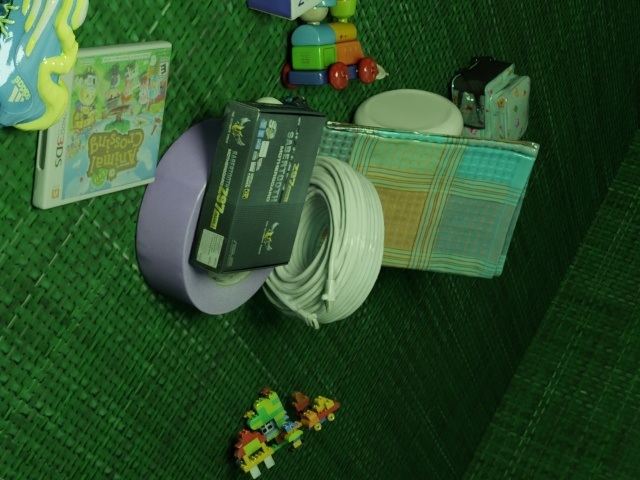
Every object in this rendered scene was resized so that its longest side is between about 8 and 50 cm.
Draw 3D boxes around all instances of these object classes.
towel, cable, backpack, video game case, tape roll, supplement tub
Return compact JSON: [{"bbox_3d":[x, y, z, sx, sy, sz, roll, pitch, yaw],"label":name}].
[{"bbox_3d":[0.159,-0.062,2.005,0.040,0.370,0.271,-100,-161,-56],"label":"towel"},{"bbox_3d":[0.000,0.000,1.850,0.089,0.257,0.257,16,91,-33],"label":"cable"},{"bbox_3d":[0.341,-0.256,2.414,0.166,0.144,0.188,-44,147,-49],"label":"backpack"},{"bbox_3d":[-0.271,-0.149,1.503,0.212,0.023,0.193,-21,126,-55],"label":"video game case"},{"bbox_3d":[-0.145,-0.035,1.739,0.275,0.090,0.275,-41,142,-44],"label":"tape roll"},{"bbox_3d":[0.150,-0.111,2.110,0.191,0.191,0.272,-41,142,-43],"label":"supplement tub"}]

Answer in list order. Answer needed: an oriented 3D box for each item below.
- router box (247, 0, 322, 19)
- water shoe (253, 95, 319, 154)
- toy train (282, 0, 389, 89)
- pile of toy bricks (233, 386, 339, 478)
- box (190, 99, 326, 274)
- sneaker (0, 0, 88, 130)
[{"bbox_3d":[0.008,-0.523,1.688,0.301,0.082,0.335,-42,142,-42],"label":"router box"},{"bbox_3d":[-0.056,-0.190,1.836,0.203,0.073,0.080,46,47,-65],"label":"water shoe"},{"bbox_3d":[0.039,-0.319,1.881,0.248,0.105,0.143,-22,114,-55],"label":"toy train"},{"bbox_3d":[-0.083,0.311,2.102,0.212,0.118,0.105,-33,109,-26],"label":"pile of toy bricks"},{"bbox_3d":[-0.083,-0.075,1.662,0.183,0.059,0.233,-6,114,-61],"label":"box"},{"bbox_3d":[-0.323,-0.222,1.287,0.126,0.091,0.240,-30,134,-50],"label":"sneaker"}]
